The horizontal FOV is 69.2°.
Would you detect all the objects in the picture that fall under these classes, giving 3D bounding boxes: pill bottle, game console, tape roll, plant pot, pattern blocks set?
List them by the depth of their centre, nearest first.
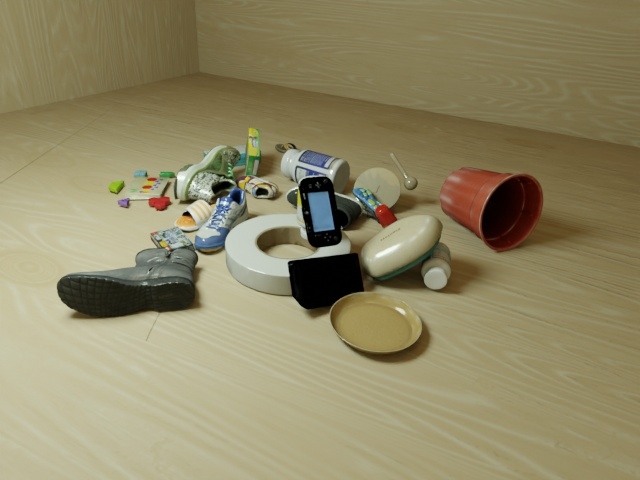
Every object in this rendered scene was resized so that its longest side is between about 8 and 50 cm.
[{"bbox_3d":[0.140,0.214,1.192,0.236,0.032,0.236,2,29,-1],"label":"plant pot"},{"bbox_3d":[0.000,0.000,1.279,0.213,0.361,0.044,-6,-7,-32],"label":"game console"},{"bbox_3d":[0.349,0.076,1.399,0.087,0.087,0.160,10,31,10],"label":"pill bottle"},{"bbox_3d":[-0.020,-0.097,1.418,0.103,0.184,0.103,3,30,-2],"label":"pill bottle"},{"bbox_3d":[-0.099,0.030,1.445,0.392,0.072,0.392,3,29,-2],"label":"tape roll"},{"bbox_3d":[0.584,-0.136,1.648,0.272,0.272,0.265,-9,25,-22],"label":"plant pot"},{"bbox_3d":[-0.683,-0.205,1.829,0.285,0.026,0.325,5,30,2],"label":"pattern blocks set"},{"bbox_3d":[-0.024,-0.291,1.929,0.265,0.153,0.153,21,34,27],"label":"pill bottle"}]

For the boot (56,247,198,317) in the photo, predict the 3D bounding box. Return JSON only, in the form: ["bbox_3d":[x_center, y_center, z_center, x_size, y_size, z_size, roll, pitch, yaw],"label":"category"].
[{"bbox_3d":[-0.506,0.099,1.261,0.338,0.118,0.222,6,25,-19],"label":"boot"}]

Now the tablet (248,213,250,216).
[{"bbox_3d":[-0.297,-0.103,1.719,0.054,0.006,0.083,-9,33,-21],"label":"tablet"}]

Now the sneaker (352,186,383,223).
[{"bbox_3d":[0.179,-0.132,1.735,0.067,0.078,0.188,-21,54,-29],"label":"sneaker"}]

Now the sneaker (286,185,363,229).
[{"bbox_3d":[0.000,-0.123,1.685,0.296,0.104,0.147,15,26,10],"label":"sneaker"}]

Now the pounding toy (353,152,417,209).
[{"bbox_3d":[0.248,-0.201,1.836,0.237,0.110,0.183,-37,73,-1],"label":"pounding toy"}]

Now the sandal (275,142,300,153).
[{"bbox_3d":[-0.150,-0.458,2.310,0.180,0.049,0.072,28,37,35],"label":"sandal"}]

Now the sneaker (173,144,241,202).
[{"bbox_3d":[-0.404,-0.245,1.853,0.182,0.158,0.410,26,38,7],"label":"sneaker"}]

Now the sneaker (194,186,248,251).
[{"bbox_3d":[-0.334,-0.077,1.544,0.112,0.131,0.296,12,34,10],"label":"sneaker"}]

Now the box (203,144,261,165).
[{"bbox_3d":[-0.406,-0.387,2.145,0.244,0.060,0.100,-16,36,-30],"label":"box"}]

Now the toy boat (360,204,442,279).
[{"bbox_3d":[0.248,0.001,1.449,0.267,0.148,0.318,-30,24,10],"label":"toy boat"}]

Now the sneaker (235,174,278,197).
[{"bbox_3d":[-0.264,-0.212,1.849,0.185,0.069,0.084,12,26,16],"label":"sneaker"}]

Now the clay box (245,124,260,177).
[{"bbox_3d":[-0.298,-0.393,2.034,0.053,0.127,0.222,6,48,-13],"label":"clay box"}]

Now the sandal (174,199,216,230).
[{"bbox_3d":[-0.407,-0.115,1.650,0.102,0.076,0.265,23,37,33],"label":"sandal"}]

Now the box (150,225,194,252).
[{"bbox_3d":[-0.478,0.004,1.490,0.094,0.027,0.137,-19,37,-32],"label":"box"}]
